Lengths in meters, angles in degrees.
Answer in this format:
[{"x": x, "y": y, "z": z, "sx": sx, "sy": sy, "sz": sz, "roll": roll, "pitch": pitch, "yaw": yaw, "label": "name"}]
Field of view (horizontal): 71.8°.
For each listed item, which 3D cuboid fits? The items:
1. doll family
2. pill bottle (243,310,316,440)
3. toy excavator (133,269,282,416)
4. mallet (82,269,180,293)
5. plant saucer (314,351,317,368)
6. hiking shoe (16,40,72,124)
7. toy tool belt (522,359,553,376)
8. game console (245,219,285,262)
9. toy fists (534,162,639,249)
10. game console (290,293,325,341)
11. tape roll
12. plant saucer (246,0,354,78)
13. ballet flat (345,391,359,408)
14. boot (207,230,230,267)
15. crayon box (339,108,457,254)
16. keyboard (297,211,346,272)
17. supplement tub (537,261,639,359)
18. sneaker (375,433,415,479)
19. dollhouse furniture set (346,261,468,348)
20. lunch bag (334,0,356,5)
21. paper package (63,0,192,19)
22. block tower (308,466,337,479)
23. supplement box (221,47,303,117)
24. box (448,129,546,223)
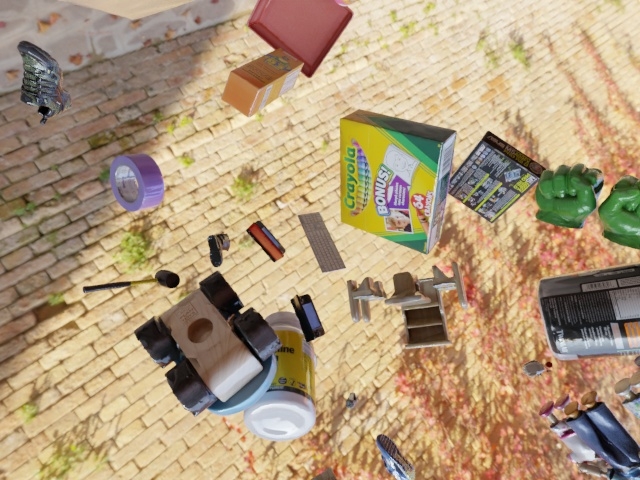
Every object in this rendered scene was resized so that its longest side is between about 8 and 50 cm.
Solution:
[{"x": 0.438, "y": 0.276, "z": 0.602, "sx": 0.118, "sy": 0.163, "sz": 0.263, "roll": -24, "pitch": 159, "yaw": -52, "label": "doll family"}, {"x": -0.109, "y": 0.366, "z": 1.250, "sx": 0.188, "sy": 0.188, "sz": 0.333, "roll": -33, "pitch": -150, "yaw": 19, "label": "pill bottle"}, {"x": -0.255, "y": 0.271, "z": 1.103, "sx": 0.222, "sy": 0.433, "sz": 0.445, "roll": -38, "pitch": 142, "yaw": -17, "label": "toy excavator"}, {"x": -0.401, "y": 0.089, "z": 0.940, "sx": 0.190, "sy": 0.039, "sz": 0.062, "roll": -4, "pitch": -173, "yaw": -34, "label": "mallet"}, {"x": -0.212, "y": 0.404, "z": 1.592, "sx": 0.401, "sy": 0.400, "sz": 0.100, "roll": -32, "pitch": -142, "yaw": 29, "label": "plant saucer"}, {"x": -0.757, "y": -0.418, "z": 1.190, "sx": 0.226, "sy": 0.086, "sz": 0.114, "roll": 96, "pitch": 16, "yaw": -57, "label": "hiking shoe"}, {"x": 0.655, "y": 0.387, "z": 1.337, "sx": 0.083, "sy": 0.052, "sz": 0.051, "roll": -20, "pitch": 153, "yaw": 9, "label": "toy tool belt"}, {"x": -0.162, "y": -0.009, "z": 1.433, "sx": 0.085, "sy": 0.144, "sz": 0.124, "roll": -37, "pitch": -173, "yaw": 33, "label": "game console"}, {"x": 0.608, "y": -0.082, "z": 0.958, "sx": 0.096, "sy": 0.142, "sz": 0.279, "roll": -16, "pitch": -150, "yaw": -41, "label": "toy fists"}, {"x": -0.024, "y": 0.196, "z": 1.153, "sx": 0.071, "sy": 0.122, "sz": 0.107, "roll": -31, "pitch": 166, "yaw": 39, "label": "game console"}, {"x": -0.619, "y": -0.196, "z": 1.489, "sx": 0.189, "sy": 0.188, "sz": 0.080, "roll": -32, "pitch": 175, "yaw": 37, "label": "tape roll"}, {"x": -0.060, "y": -0.666, "z": 1.322, "sx": 0.259, "sy": 0.258, "sz": 0.047, "roll": -42, "pitch": -166, "yaw": 46, "label": "plant saucer"}, {"x": 0.114, "y": 0.562, "z": 1.571, "sx": 0.041, "sy": 0.041, "sz": 0.114, "roll": -33, "pitch": 170, "yaw": 10, "label": "ballet flat"}, {"x": -0.346, "y": 0.030, "z": 1.532, "sx": 0.045, "sy": 0.121, "sz": 0.099, "roll": -13, "pitch": 179, "yaw": 16, "label": "boot"}, {"x": 0.211, "y": -0.173, "z": 1.306, "sx": 0.313, "sy": 0.362, "sz": 0.106, "roll": 22, "pitch": -137, "yaw": 29, "label": "crayon box"}, {"x": 0.000, "y": 0.000, "z": 1.316, "sx": 0.072, "sy": 0.256, "sz": 0.014, "roll": -14, "pitch": 136, "yaw": -11, "label": "keyboard"}, {"x": 0.654, "y": 0.148, "z": 0.947, "sx": 0.316, "sy": 0.193, "sz": 0.193, "roll": -14, "pitch": -168, "yaw": 29, "label": "supplement tub"}, {"x": 0.192, "y": 0.596, "z": 1.201, "sx": 0.059, "sy": 0.144, "sz": 0.053, "roll": -42, "pitch": 172, "yaw": 31, "label": "sneaker"}, {"x": 0.334, "y": 0.251, "z": 1.553, "sx": 0.363, "sy": 0.256, "sz": 0.394, "roll": -12, "pitch": 166, "yaw": 20, "label": "dollhouse furniture set"}, {"x": 0.085, "y": -0.735, "z": 1.019, "sx": 0.258, "sy": 0.293, "sz": 0.120, "roll": -39, "pitch": -158, "yaw": -6, "label": "lunch bag"}, {"x": -0.303, "y": -0.539, "z": 0.799, "sx": 0.310, "sy": 0.168, "sz": 0.324, "roll": -14, "pitch": -159, "yaw": 4, "label": "paper package"}, {"x": -0.089, "y": 0.777, "z": 1.224, "sx": 0.336, "sy": 0.090, "sz": 0.097, "roll": -25, "pitch": -156, "yaw": -11, "label": "block tower"}, {"x": -0.125, "y": -0.361, "z": 0.994, "sx": 0.080, "sy": 0.078, "sz": 0.233, "roll": -57, "pitch": 180, "yaw": 39, "label": "supplement box"}, {"x": 0.558, "y": -0.199, "z": 1.452, "sx": 0.060, "sy": 0.216, "sz": 0.270, "roll": -50, "pitch": 172, "yaw": -31, "label": "box"}]
